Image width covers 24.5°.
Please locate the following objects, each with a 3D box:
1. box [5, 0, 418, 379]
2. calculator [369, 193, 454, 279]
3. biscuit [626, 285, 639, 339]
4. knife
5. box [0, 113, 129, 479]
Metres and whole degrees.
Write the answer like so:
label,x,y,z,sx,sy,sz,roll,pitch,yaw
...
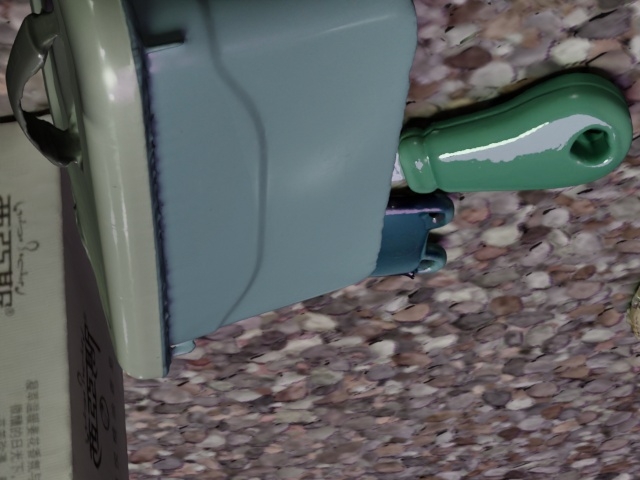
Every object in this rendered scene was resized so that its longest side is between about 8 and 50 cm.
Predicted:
label,x,y,z,sx,sy,sz,roll,pitch,yaw
box,-0.051,-0.066,0.546,0.130,0.162,0.227,-14,150,-11
calculator,0.000,0.000,0.790,0.141,0.019,0.094,-4,148,-4
biscuit,0.262,0.034,0.900,0.152,0.020,0.152,-6,149,-3
knife,0.020,-0.041,0.716,0.260,0.034,0.063,-8,133,6
box,-0.191,0.089,0.662,0.195,0.260,0.111,-9,148,4
